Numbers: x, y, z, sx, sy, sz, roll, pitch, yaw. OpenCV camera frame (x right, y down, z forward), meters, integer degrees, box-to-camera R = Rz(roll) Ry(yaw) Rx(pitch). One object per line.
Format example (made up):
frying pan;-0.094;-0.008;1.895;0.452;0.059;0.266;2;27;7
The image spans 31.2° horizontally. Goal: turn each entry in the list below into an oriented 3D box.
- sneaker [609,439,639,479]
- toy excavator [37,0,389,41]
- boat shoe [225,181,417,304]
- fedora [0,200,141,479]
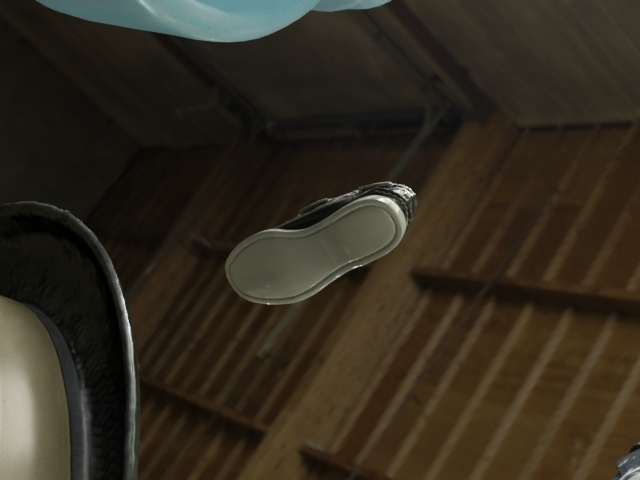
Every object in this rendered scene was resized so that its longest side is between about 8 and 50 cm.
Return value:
sneaker;0.325;0.195;0.941;0.321;0.126;0.127;-15;-165;-21
toy excavator;-0.137;-0.194;0.570;0.222;0.433;0.445;17;-109;44
boat shoe;0.000;0.000;0.650;0.125;0.046;0.038;-27;-171;34
fedora;-0.201;0.104;0.384;0.334;0.152;0.334;-32;-137;35
